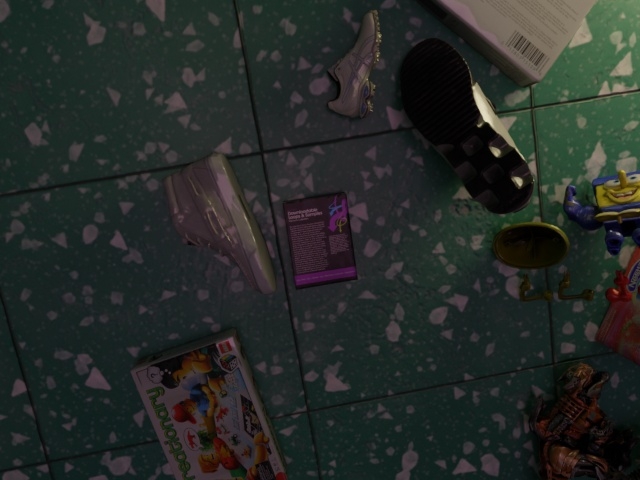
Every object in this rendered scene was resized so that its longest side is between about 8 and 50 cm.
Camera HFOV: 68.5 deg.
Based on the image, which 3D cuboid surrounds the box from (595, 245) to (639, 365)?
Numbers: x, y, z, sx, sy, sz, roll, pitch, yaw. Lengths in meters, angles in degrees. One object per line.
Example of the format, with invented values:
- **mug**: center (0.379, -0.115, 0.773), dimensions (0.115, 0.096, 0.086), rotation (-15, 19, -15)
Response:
- **box**: center (0.662, 0.094, 0.855), dimensions (0.142, 0.154, 0.300), rotation (19, 98, -7)

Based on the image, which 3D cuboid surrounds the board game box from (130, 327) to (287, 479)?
- **board game box**: center (-0.199, 0.335, 0.872), dimensions (0.192, 0.053, 0.306), rotation (-19, 100, -1)

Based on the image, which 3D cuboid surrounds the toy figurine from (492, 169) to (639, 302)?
- **toy figurine**: center (0.522, -0.031, 0.839), dimensions (0.362, 0.217, 0.191), rotation (-12, 122, 41)

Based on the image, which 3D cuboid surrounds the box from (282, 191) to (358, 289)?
- **box**: center (0.000, 0.000, 0.849), dimensions (0.115, 0.029, 0.162), rotation (-8, 101, -4)

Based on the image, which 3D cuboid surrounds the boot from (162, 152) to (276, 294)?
- **boot**: center (-0.175, -0.011, 0.811), dimensions (0.123, 0.095, 0.259), rotation (-23, 92, 5)

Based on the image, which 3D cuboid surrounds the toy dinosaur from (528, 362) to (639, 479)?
- **toy dinosaur**: center (0.507, 0.406, 0.918), dimensions (0.218, 0.164, 0.322), rotation (14, 116, 8)

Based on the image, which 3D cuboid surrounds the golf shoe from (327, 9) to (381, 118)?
- **golf shoe**: center (0.055, -0.298, 0.790), dimensions (0.085, 0.069, 0.177), rotation (8, 97, 0)

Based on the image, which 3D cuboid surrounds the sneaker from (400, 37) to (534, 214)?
- **sneaker**: center (0.249, -0.188, 0.807), dimensions (0.122, 0.146, 0.331), rotation (-31, 77, 26)

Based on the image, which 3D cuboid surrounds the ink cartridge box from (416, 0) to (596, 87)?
- **ink cartridge box**: center (0.325, -0.442, 0.790), dimensions (0.275, 0.060, 0.239), rotation (35, 94, -8)
